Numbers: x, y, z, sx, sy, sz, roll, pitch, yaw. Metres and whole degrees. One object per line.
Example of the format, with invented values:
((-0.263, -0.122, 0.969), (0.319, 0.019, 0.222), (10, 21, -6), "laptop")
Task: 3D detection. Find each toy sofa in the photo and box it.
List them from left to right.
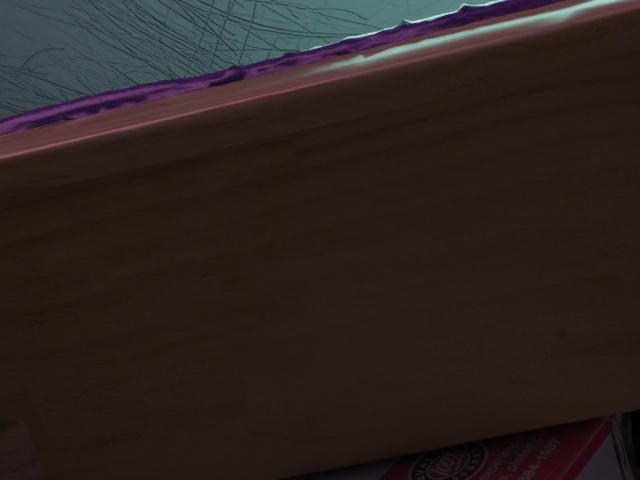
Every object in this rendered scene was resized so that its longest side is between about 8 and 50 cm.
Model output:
((0.000, 0.000, 0.511), (0.363, 0.150, 0.177), (-12, 20, 11), "toy sofa")

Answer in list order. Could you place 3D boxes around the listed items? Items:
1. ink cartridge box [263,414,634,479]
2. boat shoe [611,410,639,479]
((-0.045, 0.153, 0.536), (0.283, 0.117, 0.207), (-1, 26, 40), "ink cartridge box")
((0.189, 0.054, 0.738), (0.119, 0.121, 0.335), (-5, 21, 39), "boat shoe")
